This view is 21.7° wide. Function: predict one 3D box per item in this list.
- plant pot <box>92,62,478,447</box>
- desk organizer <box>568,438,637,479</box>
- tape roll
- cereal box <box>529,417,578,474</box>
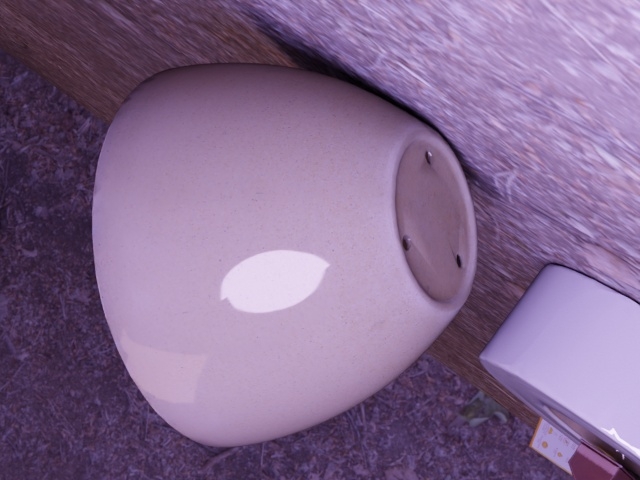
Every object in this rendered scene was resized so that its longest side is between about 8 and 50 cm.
[{"bbox_3d":[0.000,0.000,1.194,0.190,0.284,0.284,-8,149,31],"label":"plant pot"},{"bbox_3d":[0.247,0.221,1.418,0.047,0.050,0.130,33,174,40],"label":"desk organizer"},{"bbox_3d":[0.272,0.141,1.376,0.286,0.100,0.286,36,175,3],"label":"tape roll"},{"bbox_3d":[0.345,0.230,1.621,0.240,0.047,0.173,32,-156,33],"label":"cereal box"}]
